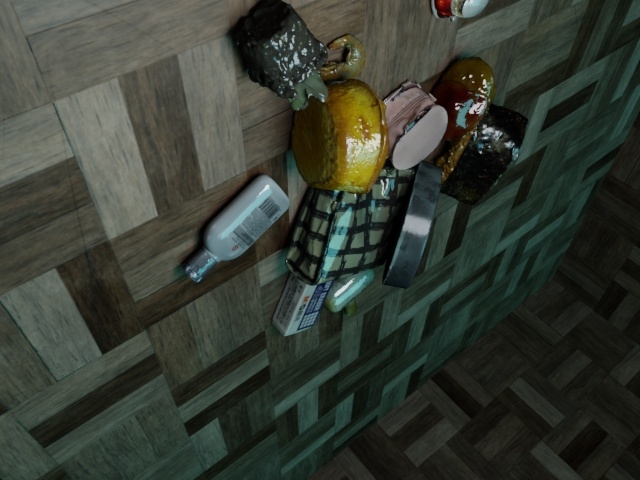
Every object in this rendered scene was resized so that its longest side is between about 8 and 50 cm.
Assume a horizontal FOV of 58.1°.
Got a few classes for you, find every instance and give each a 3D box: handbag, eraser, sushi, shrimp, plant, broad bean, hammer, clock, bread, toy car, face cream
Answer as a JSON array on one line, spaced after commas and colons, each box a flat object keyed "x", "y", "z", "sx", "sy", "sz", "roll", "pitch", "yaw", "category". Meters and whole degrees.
[{"x": 0.227, "y": -0.298, "z": 1.505, "sx": 0.205, "sy": 0.116, "sz": 0.179, "roll": -44, "pitch": 149, "yaw": -4, "category": "handbag"}, {"x": -0.044, "y": 0.156, "z": 1.736, "sx": 0.124, "sy": 0.081, "sz": 0.279, "roll": -12, "pitch": 136, "yaw": -43, "category": "eraser"}, {"x": 0.480, "y": -0.276, "z": 1.777, "sx": 0.349, "sy": 0.207, "sz": 0.235, "roll": 116, "pitch": -3, "yaw": -46, "category": "sushi"}, {"x": 0.040, "y": -0.388, "z": 1.236, "sx": 0.162, "sy": 0.045, "sz": 0.095, "roll": -17, "pitch": 139, "yaw": -37, "category": "shrimp"}, {"x": -0.067, "y": -0.338, "z": 1.083, "sx": 0.131, "sy": 0.142, "sz": 0.203, "roll": -54, "pitch": 141, "yaw": -6, "category": "plant"}, {"x": 0.379, "y": -0.381, "z": 1.560, "sx": 0.122, "sy": 0.156, "sz": 0.229, "roll": -19, "pitch": 146, "yaw": -42, "category": "broad bean"}, {"x": 0.094, "y": 0.183, "z": 1.929, "sx": 0.201, "sy": 0.113, "sz": 0.305, "roll": -37, "pitch": 154, "yaw": -11, "category": "hammer"}, {"x": 0.266, "y": -0.045, "z": 1.688, "sx": 0.386, "sy": 0.076, "sz": 0.387, "roll": 16, "pitch": 90, "yaw": -87, "category": "clock"}, {"x": 0.039, "y": -0.222, "z": 1.243, "sx": 0.145, "sy": 0.268, "sz": 0.269, "roll": -11, "pitch": 136, "yaw": -27, "category": "bread"}, {"x": 0.336, "y": -0.568, "z": 1.327, "sx": 0.139, "sy": 0.112, "sz": 0.112, "roll": -38, "pitch": 148, "yaw": -13, "category": "toy car"}, {"x": -0.199, "y": -0.022, "z": 1.342, "sx": 0.291, "sy": 0.071, "sz": 0.144, "roll": -46, "pitch": 150, "yaw": -2, "category": "face cream"}, {"x": 0.085, "y": -0.062, "z": 1.569, "sx": 0.325, "sy": 0.162, "sz": 0.327, "roll": -12, "pitch": 130, "yaw": -47, "category": "handbag"}]
